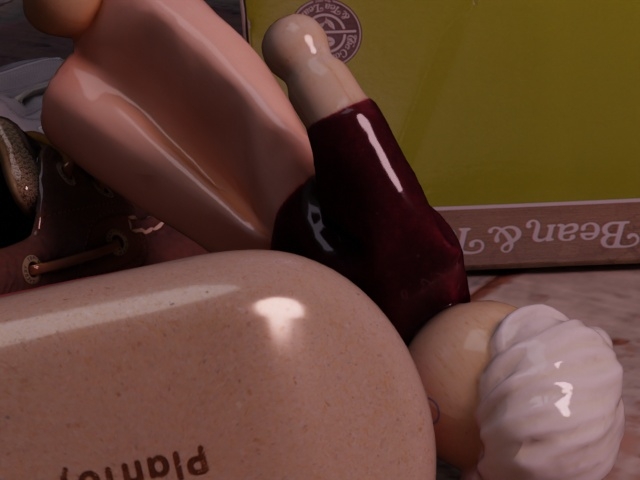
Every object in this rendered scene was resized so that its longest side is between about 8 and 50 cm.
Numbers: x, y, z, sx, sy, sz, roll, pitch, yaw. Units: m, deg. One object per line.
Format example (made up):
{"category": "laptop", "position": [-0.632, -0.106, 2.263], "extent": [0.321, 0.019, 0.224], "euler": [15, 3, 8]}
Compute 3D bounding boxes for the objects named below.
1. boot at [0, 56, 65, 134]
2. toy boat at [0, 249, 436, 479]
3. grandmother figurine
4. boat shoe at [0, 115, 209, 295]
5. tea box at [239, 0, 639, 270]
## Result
{"category": "boot", "position": [-0.162, -0.059, 1.113], "extent": [0.123, 0.095, 0.258], "euler": [-4, 20, 20]}
{"category": "toy boat", "position": [-0.075, 0.092, 0.720], "extent": [0.231, 0.151, 0.151], "euler": [-11, -6, -16]}
{"category": "grandmother figurine", "position": [0.000, 0.000, 0.832], "extent": [0.104, 0.208, 0.342], "euler": [-39, 55, -14]}
{"category": "boat shoe", "position": [-0.149, -0.004, 0.943], "extent": [0.123, 0.123, 0.342], "euler": [12, 27, 34]}
{"category": "tea box", "position": [0.126, -0.168, 1.028], "extent": [0.329, 0.323, 0.220], "euler": [-2, 23, 4]}
